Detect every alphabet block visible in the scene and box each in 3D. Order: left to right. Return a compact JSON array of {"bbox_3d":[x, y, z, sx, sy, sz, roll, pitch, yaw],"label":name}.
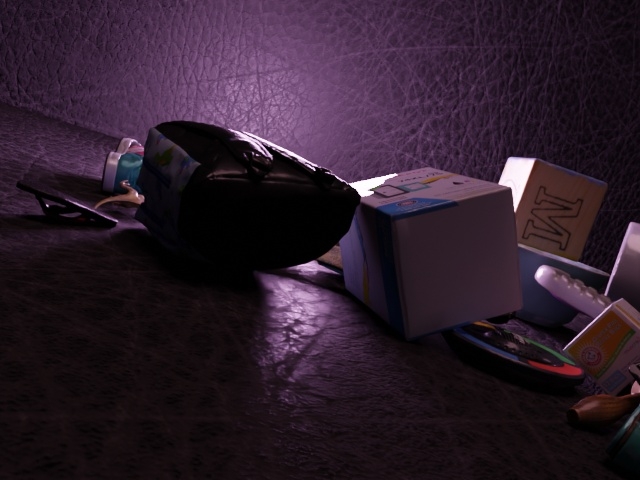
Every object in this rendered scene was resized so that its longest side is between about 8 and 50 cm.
[{"bbox_3d":[0.537,-0.079,1.600,0.194,0.197,0.192,18,6,-5],"label":"alphabet block"}]

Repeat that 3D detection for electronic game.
[{"bbox_3d":[0.291,0.167,1.020,0.229,0.048,0.229,18,7,-2],"label":"electronic game"}]

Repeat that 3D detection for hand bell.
[{"bbox_3d":[0.411,0.215,0.865,0.242,0.126,0.126,-2,17,-31],"label":"hand bell"}]

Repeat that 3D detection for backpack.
[{"bbox_3d":[-0.161,-0.077,1.067,0.290,0.273,0.355,1,33,-40],"label":"backpack"}]

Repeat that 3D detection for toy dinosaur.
[{"bbox_3d":[-0.353,-0.076,1.232,0.093,0.053,0.183,26,10,39],"label":"toy dinosaur"}]

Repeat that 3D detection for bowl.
[{"bbox_3d":[0.510,0.102,1.591,0.312,0.163,0.311,18,8,-3],"label":"bowl"}]

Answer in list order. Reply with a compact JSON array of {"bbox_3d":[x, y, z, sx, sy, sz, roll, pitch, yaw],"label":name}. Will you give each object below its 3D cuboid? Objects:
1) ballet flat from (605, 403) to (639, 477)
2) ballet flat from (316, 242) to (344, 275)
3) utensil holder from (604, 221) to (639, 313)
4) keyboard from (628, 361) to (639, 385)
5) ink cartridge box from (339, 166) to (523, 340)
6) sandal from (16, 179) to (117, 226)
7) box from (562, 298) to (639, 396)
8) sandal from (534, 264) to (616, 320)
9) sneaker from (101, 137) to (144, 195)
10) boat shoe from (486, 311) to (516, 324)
[{"bbox_3d":[0.409,0.188,0.753,0.087,0.083,0.247,34,47,23],"label":"ballet flat"},{"bbox_3d":[0.000,0.000,1.288,0.349,0.123,0.123,18,7,-4],"label":"ballet flat"},{"bbox_3d":[0.931,0.152,1.662,0.386,0.327,0.328,18,7,22],"label":"utensil holder"},{"bbox_3d":[0.467,0.209,0.792,0.100,0.038,0.192,-5,42,-16],"label":"keyboard"},{"bbox_3d":[0.161,0.006,1.074,0.198,0.197,0.270,-14,16,-15],"label":"ink cartridge box"},{"bbox_3d":[-0.385,-0.044,1.008,0.067,0.040,0.179,29,-2,32],"label":"sandal"},{"bbox_3d":[0.498,0.175,1.109,0.103,0.114,0.203,47,18,22],"label":"box"},{"bbox_3d":[0.597,0.198,1.317,0.169,0.102,0.416,10,26,-49],"label":"sandal"},{"bbox_3d":[-0.376,-0.158,1.486,0.179,0.123,0.295,12,16,-11],"label":"sneaker"},{"bbox_3d":[0.301,0.125,1.130,0.049,0.042,0.133,-19,-22,29],"label":"boat shoe"}]
